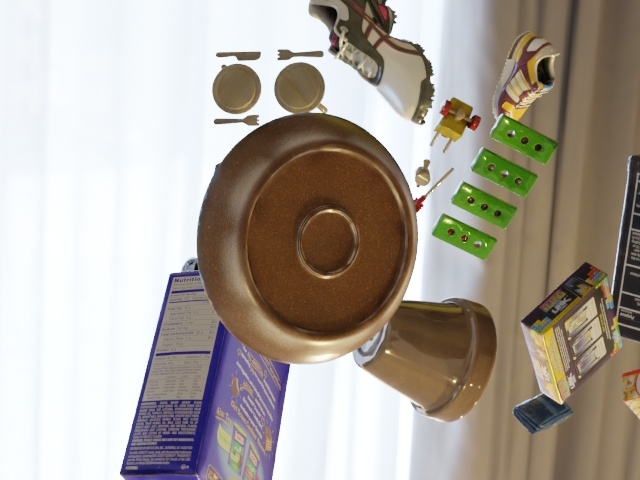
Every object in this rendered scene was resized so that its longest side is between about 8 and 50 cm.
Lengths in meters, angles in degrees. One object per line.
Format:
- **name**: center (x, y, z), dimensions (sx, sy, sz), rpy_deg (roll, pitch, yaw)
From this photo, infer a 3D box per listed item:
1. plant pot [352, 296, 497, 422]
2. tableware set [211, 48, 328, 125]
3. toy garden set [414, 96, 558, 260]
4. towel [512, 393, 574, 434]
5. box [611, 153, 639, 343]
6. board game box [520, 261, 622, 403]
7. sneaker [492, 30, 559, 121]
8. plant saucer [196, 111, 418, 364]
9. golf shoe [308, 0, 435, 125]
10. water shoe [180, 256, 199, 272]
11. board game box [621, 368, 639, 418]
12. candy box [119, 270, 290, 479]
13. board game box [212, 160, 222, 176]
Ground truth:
- **plant pot**: center (0.196, 0.217, 2.591), dimensions (0.229, 0.263, 0.263), rpy_deg (21, 180, -25)
- **tableware set**: center (-0.084, -0.252, 2.106), dimensions (0.194, 0.128, 0.039), rpy_deg (2, 178, 12)
- **toy garden set**: center (0.251, -0.114, 2.145), dimensions (0.204, 0.244, 0.049), rpy_deg (25, -157, -11)
- **towel**: center (0.412, 0.316, 2.335), dimensions (0.119, 0.029, 0.067), rpy_deg (-15, -131, -44)
- **box**: center (0.624, 0.028, 1.946), dimensions (0.296, 0.294, 0.182), rpy_deg (17, -161, 36)
- **board game box**: center (0.371, 0.137, 1.858), dimensions (0.141, 0.170, 0.048), rpy_deg (-39, -135, -17)
- **sneaker**: center (0.354, -0.261, 2.167), dimensions (0.069, 0.185, 0.084), rpy_deg (-23, -133, -34)
- **plant saucer**: center (0.000, 0.000, 1.532), dimensions (0.310, 0.311, 0.050), rpy_deg (-2, -174, -30)
- **golf shoe**: center (0.073, -0.262, 1.823), dimensions (0.120, 0.105, 0.273), rpy_deg (-5, -133, -26)
- **water shoe**: center (-0.220, 0.066, 2.416), dimensions (0.073, 0.080, 0.203), rpy_deg (21, -161, -16)
- **board game box**: center (0.492, 0.193, 1.556), dimensions (0.193, 0.147, 0.045), rpy_deg (-22, -141, 29)
- **candy box**: center (-0.148, 0.240, 1.758), dimensions (0.122, 0.317, 0.268), rpy_deg (-2, 144, 18)
- **board game box**: center (-0.086, -0.077, 1.784), dimensions (0.035, 0.136, 0.201), rpy_deg (32, -141, 21)
